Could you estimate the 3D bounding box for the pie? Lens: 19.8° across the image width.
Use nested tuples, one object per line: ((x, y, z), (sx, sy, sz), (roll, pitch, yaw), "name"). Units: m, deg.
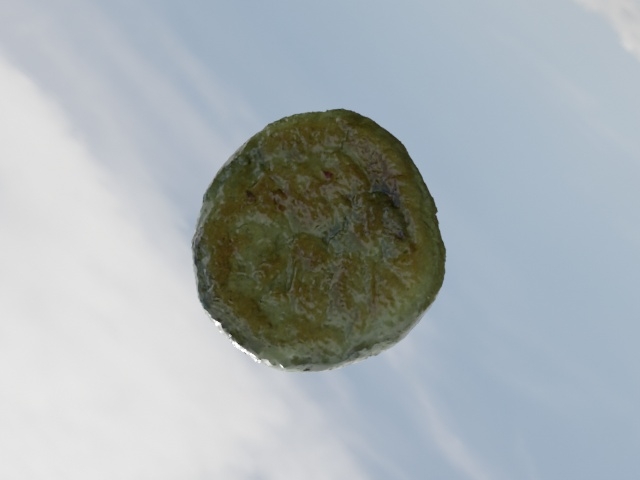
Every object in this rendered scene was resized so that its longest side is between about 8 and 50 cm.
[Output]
((-0.002, 0.000, 0.565), (0.084, 0.084, 0.021), (47, -178, 18), "pie")
